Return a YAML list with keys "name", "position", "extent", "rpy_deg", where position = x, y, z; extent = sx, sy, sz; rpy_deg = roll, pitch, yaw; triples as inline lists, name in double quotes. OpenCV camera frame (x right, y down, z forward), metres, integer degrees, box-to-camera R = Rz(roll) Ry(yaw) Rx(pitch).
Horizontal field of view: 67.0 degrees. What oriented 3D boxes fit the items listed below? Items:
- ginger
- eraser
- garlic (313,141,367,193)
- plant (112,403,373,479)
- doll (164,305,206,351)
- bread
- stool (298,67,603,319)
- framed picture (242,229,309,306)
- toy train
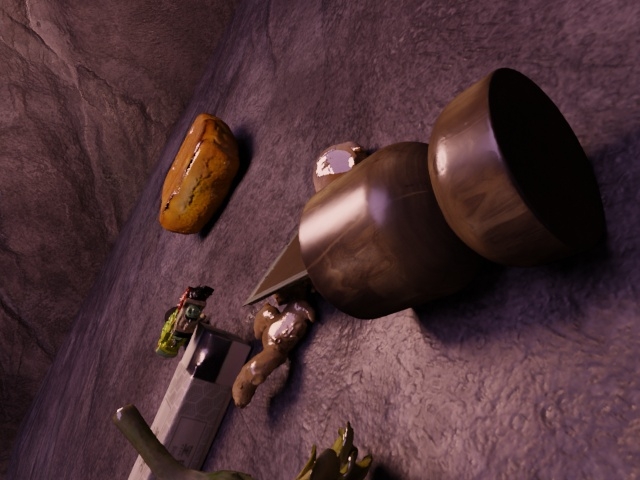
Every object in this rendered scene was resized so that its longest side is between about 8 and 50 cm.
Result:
- name: "ginger"
  position: [-0.075, 0.150, 0.805]
  extent: [0.259, 0.065, 0.149]
  rpy_deg: [-61, 23, -1]
- name: "eraser"
  position: [-0.261, 0.363, 0.907]
  extent: [0.098, 0.096, 0.404]
  rpy_deg: [14, 80, 61]
- name: "garlic"
  position: [0.023, -0.123, 0.854]
  extent: [0.152, 0.066, 0.084]
  rpy_deg: [-35, 42, 37]
- name: "plant"
  position: [-0.077, 0.290, 0.468]
  extent: [0.306, 0.297, 0.261]
  rpy_deg: [-41, 17, -25]
- name: "doll"
  position: [-0.294, 0.205, 1.104]
  extent: [0.179, 0.089, 0.102]
  rpy_deg: [36, 100, 37]
- name: "bread"
  position: [-0.357, -0.203, 1.453]
  extent: [0.337, 0.148, 0.328]
  rpy_deg: [-58, 26, 15]
- name: "stool"
  position: [0.121, -0.030, 0.515]
  extent: [0.264, 0.179, 0.179]
  rpy_deg: [-29, 45, 46]
- name: "framed picture"
  position: [0.000, 0.000, 0.775]
  extent: [0.273, 0.016, 0.216]
  rpy_deg: [-29, 21, 46]
- name: "toy train"
  position: [-0.269, 0.161, 0.944]
  extent: [0.250, 0.053, 0.085]
  rpy_deg: [-46, 30, 50]
